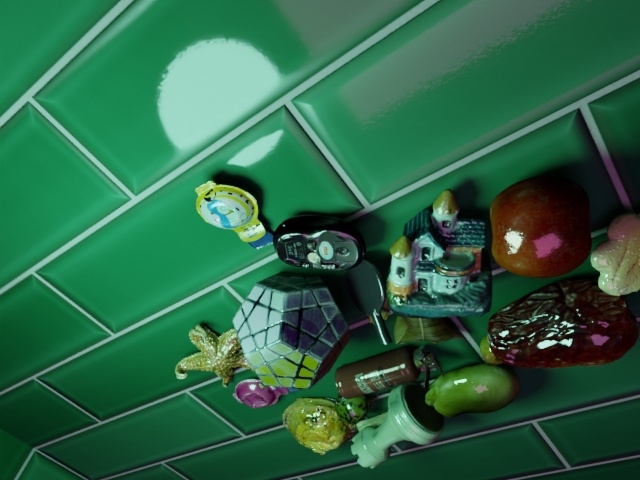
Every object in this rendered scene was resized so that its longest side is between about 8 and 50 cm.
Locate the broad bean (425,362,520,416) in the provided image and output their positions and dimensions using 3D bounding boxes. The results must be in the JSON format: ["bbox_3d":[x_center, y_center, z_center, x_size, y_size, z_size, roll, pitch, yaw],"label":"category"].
[{"bbox_3d":[0.453,0.447,1.508,0.238,0.119,0.291,29,135,-32],"label":"broad bean"}]

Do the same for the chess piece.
[{"bbox_3d":[0.231,0.610,1.622,0.195,0.194,0.299,32,120,-16],"label":"chess piece"}]

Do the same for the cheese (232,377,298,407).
[{"bbox_3d":[-0.188,0.509,1.711,0.244,0.062,0.155,-23,122,23],"label":"cheese"}]

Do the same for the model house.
[{"bbox_3d":[0.279,0.020,1.176,0.253,0.184,0.291,2,124,13],"label":"model house"}]

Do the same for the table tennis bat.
[{"bbox_3d":[0.128,0.155,1.298,0.027,0.236,0.150,-13,166,-32],"label":"table tennis bat"}]

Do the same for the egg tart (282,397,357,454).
[{"bbox_3d":[0.005,0.662,1.773,0.291,0.107,0.290,5,129,6],"label":"egg tart"}]

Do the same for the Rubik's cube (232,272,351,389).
[{"bbox_3d":[-0.073,0.234,1.340,0.264,0.319,0.318,-28,123,-4],"label":"Rubik's cube"}]

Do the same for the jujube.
[{"bbox_3d":[0.596,0.222,1.269,0.342,0.216,0.216,-21,122,31],"label":"jujube"}]

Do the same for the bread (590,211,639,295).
[{"bbox_3d":[0.726,0.014,1.121,0.251,0.039,0.181,-19,103,0],"label":"bread"}]

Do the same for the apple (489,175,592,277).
[{"bbox_3d":[0.468,-0.027,1.076,0.202,0.218,0.218,-3,128,20],"label":"apple"}]

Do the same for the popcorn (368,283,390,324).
[{"bbox_3d":[0.151,0.167,1.370,0.097,0.089,0.109,16,127,49],"label":"popcorn"}]

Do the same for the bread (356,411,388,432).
[{"bbox_3d":[0.201,0.632,1.740,0.154,0.028,0.068,-20,123,1],"label":"bread"}]

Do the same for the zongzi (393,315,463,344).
[{"bbox_3d":[0.312,0.197,1.359,0.205,0.094,0.204,7,129,-1],"label":"zongzi"}]

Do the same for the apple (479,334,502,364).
[{"bbox_3d":[0.497,0.306,1.426,0.090,0.074,0.089,3,129,4],"label":"apple"}]

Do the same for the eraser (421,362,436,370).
[{"bbox_3d":[0.314,0.385,1.555,0.083,0.019,0.038,-6,126,14],"label":"eraser"}]

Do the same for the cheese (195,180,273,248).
[{"bbox_3d":[-0.207,-0.059,1.259,0.157,0.064,0.250,-23,134,26],"label":"cheese"}]

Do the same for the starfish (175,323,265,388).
[{"bbox_3d":[-0.299,0.383,1.602,0.304,0.113,0.311,16,126,-3],"label":"starfish"}]

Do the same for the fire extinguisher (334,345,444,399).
[{"bbox_3d":[0.208,0.403,1.506,0.337,0.147,0.106,-24,133,27],"label":"fire extinguisher"}]

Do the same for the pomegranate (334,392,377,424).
[{"bbox_3d":[0.119,0.541,1.662,0.162,0.122,0.122,6,136,-34],"label":"pomegranate"}]

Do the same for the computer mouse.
[{"bbox_3d":[0.000,0.000,1.252,0.234,0.096,0.137,5,124,11],"label":"computer mouse"}]
